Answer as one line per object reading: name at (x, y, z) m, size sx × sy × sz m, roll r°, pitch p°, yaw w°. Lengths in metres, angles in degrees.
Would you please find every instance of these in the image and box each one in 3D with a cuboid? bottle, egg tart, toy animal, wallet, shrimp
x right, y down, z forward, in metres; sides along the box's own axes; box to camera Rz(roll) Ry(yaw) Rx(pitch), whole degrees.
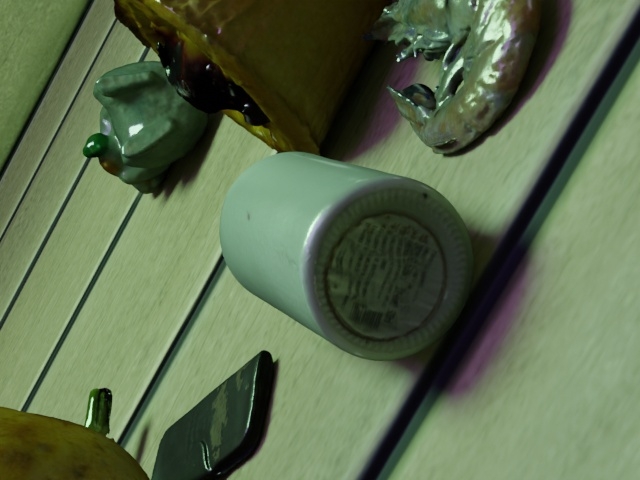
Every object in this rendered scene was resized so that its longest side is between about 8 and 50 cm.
bottle at (0.000, 0.000, 0.793) m, size 0.104 × 0.104 × 0.245 m, roll -64°, pitch 20°, yaw -1°
egg tart at (-0.048, -0.171, 1.008) m, size 0.171 × 0.215 × 0.215 m, roll -49°, pitch 19°, yaw -7°
toy animal at (-0.199, -0.115, 1.444) m, size 0.251 × 0.127 × 0.125 m, roll 138°, pitch 143°, yaw -75°
wallet at (-0.082, 0.145, 0.943) m, size 0.156 × 0.018 × 0.082 m, roll -41°, pitch 30°, yaw 45°
shrimp at (0.078, -0.120, 0.844) m, size 0.223 × 0.047 × 0.126 m, roll 18°, pitch 92°, yaw 68°

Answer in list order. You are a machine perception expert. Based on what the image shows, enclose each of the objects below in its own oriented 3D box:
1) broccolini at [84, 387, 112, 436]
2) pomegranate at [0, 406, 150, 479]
broccolini at (-0.231, 0.258, 1.106) m, size 0.123 × 0.062 × 0.272 m, roll 2°, pitch 72°, yaw 52°
pomegranate at (-0.223, 0.234, 0.839) m, size 0.260 × 0.260 × 0.260 m, roll -50°, pitch 24°, yaw 32°
